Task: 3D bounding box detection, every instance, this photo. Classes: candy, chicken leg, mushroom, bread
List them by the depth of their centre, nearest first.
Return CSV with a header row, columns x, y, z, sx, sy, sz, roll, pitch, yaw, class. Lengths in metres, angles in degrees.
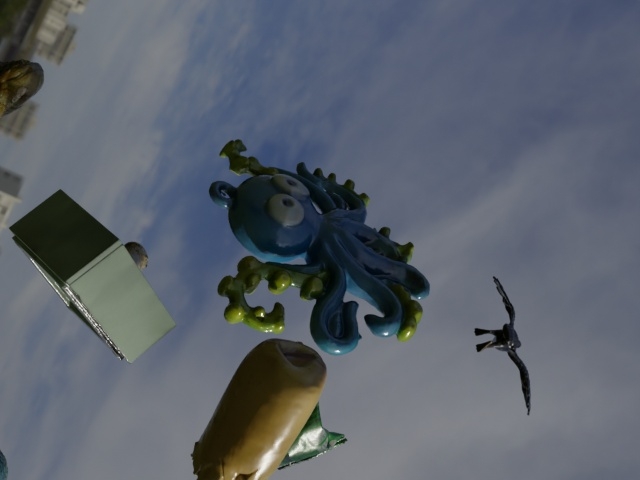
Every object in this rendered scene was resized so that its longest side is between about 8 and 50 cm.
x,y,z,sx,sy,sz,roll,pitch,yaw,class
-0.067,0.184,0.960,0.173,0.085,0.134,-59,-173,11,bread
-0.537,-0.240,1.490,0.178,0.070,0.093,-43,-121,17,chicken leg
-0.044,0.353,1.578,0.141,0.203,0.078,-13,-126,12,candy
-0.421,0.079,1.910,0.084,0.071,0.209,-48,-162,19,mushroom

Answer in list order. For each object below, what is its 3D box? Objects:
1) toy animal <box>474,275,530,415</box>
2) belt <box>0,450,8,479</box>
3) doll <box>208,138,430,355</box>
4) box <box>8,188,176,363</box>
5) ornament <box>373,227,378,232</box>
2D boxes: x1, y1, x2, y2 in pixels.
x,y,z,sx,sy,sz,roll,pitch,yaw,class
0.281,0.151,1.342,0.062,0.108,0.220,-23,-118,32,toy animal
-0.392,0.232,0.850,0.163,0.148,0.082,-21,-164,8,belt
0.000,0.000,1.225,0.346,0.341,0.099,-78,-168,-48,doll
-0.392,0.066,1.530,0.117,0.225,0.225,-41,-135,-18,box
0.053,0.010,1.428,0.041,0.092,0.068,46,46,-75,ornament
